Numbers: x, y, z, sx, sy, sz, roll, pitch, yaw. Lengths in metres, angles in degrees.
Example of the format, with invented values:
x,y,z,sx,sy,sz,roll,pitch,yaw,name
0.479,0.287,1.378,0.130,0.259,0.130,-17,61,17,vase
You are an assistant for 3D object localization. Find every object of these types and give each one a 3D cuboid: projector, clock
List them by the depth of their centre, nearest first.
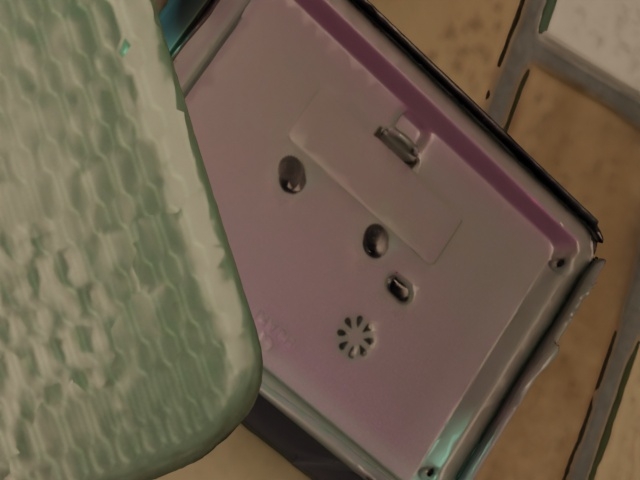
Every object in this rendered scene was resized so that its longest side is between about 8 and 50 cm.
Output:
x,y,z,sx,sy,sz,roll,pitch,yaw,name
-0.134,-0.048,0.502,0.108,0.198,0.250,-21,97,-27,projector
0.000,0.001,0.643,0.193,0.073,0.144,42,71,-21,clock
